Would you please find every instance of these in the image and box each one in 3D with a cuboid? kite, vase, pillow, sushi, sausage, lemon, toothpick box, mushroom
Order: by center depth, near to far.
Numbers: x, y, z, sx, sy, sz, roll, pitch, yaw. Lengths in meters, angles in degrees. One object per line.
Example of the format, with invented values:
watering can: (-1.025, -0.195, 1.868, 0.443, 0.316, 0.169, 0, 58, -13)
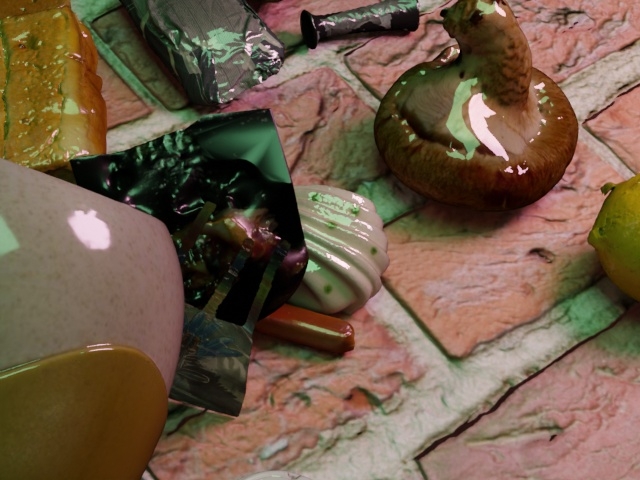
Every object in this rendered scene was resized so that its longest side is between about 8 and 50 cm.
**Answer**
toothpick box: (-0.351, 0.134, 1.294, 0.409, 0.409, 0.425, 18, 86, 7)
kite: (-0.134, 0.076, 1.449, 0.169, 0.310, 0.015, 22, 43, 0)
sushi: (-0.134, 0.005, 1.549, 0.227, 0.215, 0.212, -14, 69, -3)
sausage: (-0.021, 0.102, 1.619, 0.131, 0.039, 0.041, 16, 43, 4)
lemon: (0.430, 0.001, 1.679, 0.206, 0.173, 0.173, 19, 51, 10)
mushroom: (0.205, -0.155, 1.770, 0.267, 0.254, 0.267, -2, 74, 7)
pillow: (-0.178, -0.318, 1.903, 0.161, 0.092, 0.335, -26, 58, -16)
vase: (0.056, -0.313, 1.957, 0.167, 0.059, 0.059, -12, 54, -17)

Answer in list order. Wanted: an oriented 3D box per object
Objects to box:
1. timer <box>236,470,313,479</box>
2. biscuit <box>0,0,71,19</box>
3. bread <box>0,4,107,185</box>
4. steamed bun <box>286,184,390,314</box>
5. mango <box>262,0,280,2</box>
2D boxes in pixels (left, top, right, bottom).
timer: (-0.015, 0.354, 1.381, 0.262, 0.087, 0.237, 22, 51, 10)
biscuit: (-0.442, -0.350, 1.935, 0.184, 0.035, 0.249, 2, 50, -7)
bread: (-0.352, -0.157, 1.726, 0.167, 0.132, 0.294, -4, 53, -10)
steamed bun: (0.000, 0.000, 1.663, 0.183, 0.106, 0.183, 4, 52, -6)
mango: (-0.096, -0.435, 2.000, 0.133, 0.111, 0.267, 14, 43, -27)
